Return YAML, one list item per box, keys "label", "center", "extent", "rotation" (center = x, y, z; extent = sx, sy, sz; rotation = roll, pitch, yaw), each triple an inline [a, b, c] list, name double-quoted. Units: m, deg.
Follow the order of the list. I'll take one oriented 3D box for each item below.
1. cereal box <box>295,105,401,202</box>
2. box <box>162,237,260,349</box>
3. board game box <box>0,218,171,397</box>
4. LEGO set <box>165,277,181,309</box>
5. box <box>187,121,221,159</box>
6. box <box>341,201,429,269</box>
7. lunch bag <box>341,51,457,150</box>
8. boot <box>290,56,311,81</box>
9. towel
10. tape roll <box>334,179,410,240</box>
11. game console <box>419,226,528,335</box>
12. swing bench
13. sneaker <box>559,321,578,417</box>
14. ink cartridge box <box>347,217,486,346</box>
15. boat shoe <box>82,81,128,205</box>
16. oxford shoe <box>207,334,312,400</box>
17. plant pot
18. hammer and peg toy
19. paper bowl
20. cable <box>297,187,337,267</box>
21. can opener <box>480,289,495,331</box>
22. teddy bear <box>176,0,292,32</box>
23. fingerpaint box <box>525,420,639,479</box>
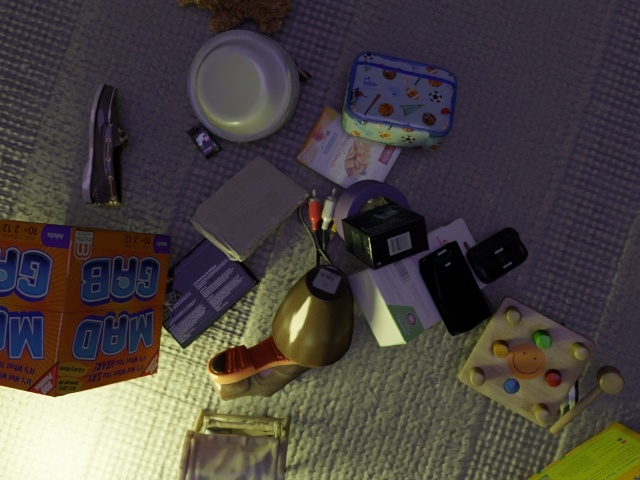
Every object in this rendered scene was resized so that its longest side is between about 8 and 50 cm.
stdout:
- label: "cereal box"
  center: [0.076, -0.232, 1.724]
  extent: [0.240, 0.047, 0.173]
  rotation: [29, 89, 0]
- label: "box"
  center: [-0.320, 0.132, 1.686]
  extent: [0.261, 0.103, 0.184]
  rotation: [-42, 90, -1]
- label: "board game box"
  center: [-0.621, 0.139, 1.504]
  extent: [0.356, 0.356, 0.356]
  rotation: [5, 89, 21]
- label: "LEGO set"
  center: [-0.390, 0.137, 1.625]
  extent: [0.054, 0.023, 0.083]
  rotation: [-25, 88, 0]
- label: "box"
  center: [-0.313, -0.269, 1.713]
  extent: [0.052, 0.062, 0.083]
  rotation: [-35, 89, -2]
- label: "box"
  center: [0.156, -0.015, 1.557]
  extent: [0.156, 0.158, 0.093]
  rotation: [-19, 113, -17]
- label: "lunch bag"
  center: [0.203, -0.377, 1.678]
  extent: [0.303, 0.115, 0.243]
  rotation: [13, 70, -2]
- label: "boot"
  center: [-0.138, -0.452, 1.721]
  extent: [0.198, 0.077, 0.137]
  rotation: [35, 94, 13]
- label: "towel"
  center: [-0.185, -0.087, 1.660]
  extent: [0.187, 0.049, 0.282]
  rotation: [39, 67, 16]
- label: "tape roll"
  center: [0.137, -0.063, 1.669]
  extent: [0.189, 0.080, 0.189]
  rotation: [-6, 107, -21]
- label: "game console"
  center: [0.419, 0.081, 1.642]
  extent: [0.361, 0.044, 0.213]
  rotation: [-26, 91, -32]
- label: "swing bench"
  center: [-0.210, 0.546, 1.603]
  extent: [0.253, 0.255, 0.165]
  rotation: [4, 89, -1]
- label: "sneaker"
  center: [0.634, 0.357, 1.707]
  extent: [0.108, 0.100, 0.271]
  rotation: [-12, 92, 24]
- label: "ink cartridge box"
  center: [0.265, 0.102, 1.645]
  extent: [0.353, 0.119, 0.207]
  rotation: [-27, 89, -31]
- label: "boat shoe"
  center: [-0.564, -0.253, 1.687]
  extent: [0.097, 0.116, 0.324]
  rotation: [7, 93, -5]
- label: "oxford shoe"
  center: [-0.112, 0.334, 1.696]
  extent: [0.364, 0.130, 0.132]
  rotation: [-12, 122, -7]
- label: "plant pot"
  center: [-0.003, 0.168, 1.584]
  extent: [0.215, 0.230, 0.215]
  rotation: [6, 51, -7]
- label: "hammer and peg toy"
  center: [0.563, 0.337, 1.593]
  extent: [0.361, 0.127, 0.266]
  rotation: [30, 98, 7]
- label: "paper bowl"
  center: [-0.207, -0.398, 1.640]
  extent: [0.284, 0.148, 0.284]
  rotation: [3, 104, 11]
- label: "cable"
  center: [0.000, 0.000, 1.705]
  extent: [0.139, 0.072, 0.287]
  rotation: [5, 88, -5]
- label: "can opener"
  center: [0.460, 0.274, 1.705]
  extent: [0.095, 0.076, 0.283]
  rotation: [-30, 89, -5]
- label: "teddy bear"
  center: [-0.232, -0.678, 1.713]
  extent: [0.338, 0.113, 0.245]
  rotation: [3, 82, 7]
- label: "fingerpaint box"
  center: [0.675, 0.676, 1.555]
  extent: [0.445, 0.371, 0.163]
  rotation: [-32, 89, -2]
